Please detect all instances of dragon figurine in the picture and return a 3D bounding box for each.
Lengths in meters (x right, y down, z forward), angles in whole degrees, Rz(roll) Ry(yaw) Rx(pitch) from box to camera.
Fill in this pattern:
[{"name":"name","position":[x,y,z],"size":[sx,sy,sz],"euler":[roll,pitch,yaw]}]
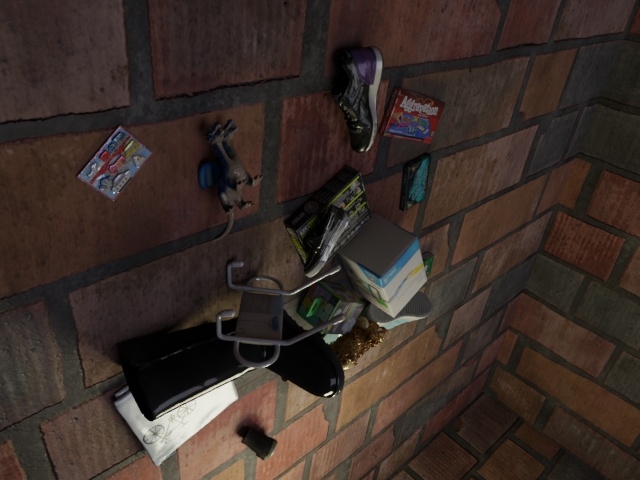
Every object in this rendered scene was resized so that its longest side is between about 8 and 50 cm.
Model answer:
[{"name":"dragon figurine","position":[-0.219,-0.137,1.182],"size":[0.085,0.144,0.289],"euler":[-26,154,-38]}]

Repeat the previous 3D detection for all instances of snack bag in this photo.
[{"name":"snack bag","position":[-0.386,0.444,1.474],"size":[0.323,0.037,0.343],"euler":[-36,137,-29]}]

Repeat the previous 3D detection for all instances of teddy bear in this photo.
[{"name":"teddy bear","position":[0.103,0.359,1.806],"size":[0.338,0.113,0.245],"euler":[-32,178,-36]}]

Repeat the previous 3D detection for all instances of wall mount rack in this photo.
[{"name":"wall mount rack","position":[-0.100,0.160,1.321],"size":[0.303,0.350,0.131],"euler":[5,123,-5]}]

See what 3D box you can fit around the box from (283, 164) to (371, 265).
[{"name":"box","position":[0.031,-0.061,1.563],"size":[0.270,0.060,0.216],"euler":[-44,143,-17]}]

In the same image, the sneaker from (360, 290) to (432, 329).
[{"name":"sneaker","position":[0.290,0.286,2.093],"size":[0.365,0.135,0.150],"euler":[-1,154,-36]}]

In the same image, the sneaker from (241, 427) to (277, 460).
[{"name":"sneaker","position":[-0.226,0.727,1.872],"size":[0.083,0.118,0.222],"euler":[-60,178,-29]}]

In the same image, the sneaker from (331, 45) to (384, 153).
[{"name":"sneaker","position":[0.079,-0.365,1.372],"size":[0.124,0.107,0.284],"euler":[-15,126,-25]}]

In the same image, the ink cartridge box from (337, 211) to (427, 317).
[{"name":"ink cartridge box","position":[0.219,0.087,1.783],"size":[0.197,0.198,0.270],"euler":[-46,143,-16]}]

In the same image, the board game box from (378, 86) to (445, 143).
[{"name":"board game box","position":[0.296,-0.392,1.649],"size":[0.281,0.027,0.145],"euler":[-5,119,-48]}]

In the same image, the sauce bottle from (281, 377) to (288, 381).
[{"name":"sauce bottle","position":[-0.087,0.481,1.862],"size":[0.128,0.042,0.042],"euler":[9,110,-54]}]

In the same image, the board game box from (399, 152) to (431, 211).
[{"name":"board game box","position":[0.337,-0.206,1.842],"size":[0.126,0.026,0.186],"euler":[-32,138,-32]}]

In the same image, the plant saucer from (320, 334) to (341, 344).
[{"name":"plant saucer","position":[0.031,0.389,1.934],"size":[0.194,0.037,0.195],"euler":[-30,137,-32]}]

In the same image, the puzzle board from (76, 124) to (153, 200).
[{"name":"puzzle board","position":[-0.401,-0.149,1.021],"size":[0.128,0.011,0.096],"euler":[-52,145,-5]}]

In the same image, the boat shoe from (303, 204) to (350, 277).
[{"name":"boat shoe","position":[0.000,0.000,1.468],"size":[0.070,0.078,0.220],"euler":[26,101,-20]}]

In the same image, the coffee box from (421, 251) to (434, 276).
[{"name":"coffee box","position":[0.399,0.129,2.167],"size":[0.184,0.040,0.113],"euler":[-28,136,-35]}]

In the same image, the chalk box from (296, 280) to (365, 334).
[{"name":"chalk box","position":[0.021,0.221,1.712],"size":[0.213,0.132,0.133],"euler":[18,104,-53]}]

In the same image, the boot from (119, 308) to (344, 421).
[{"name":"boot","position":[-0.217,0.322,1.270],"size":[0.444,0.367,0.146],"euler":[-9,117,-39]}]
